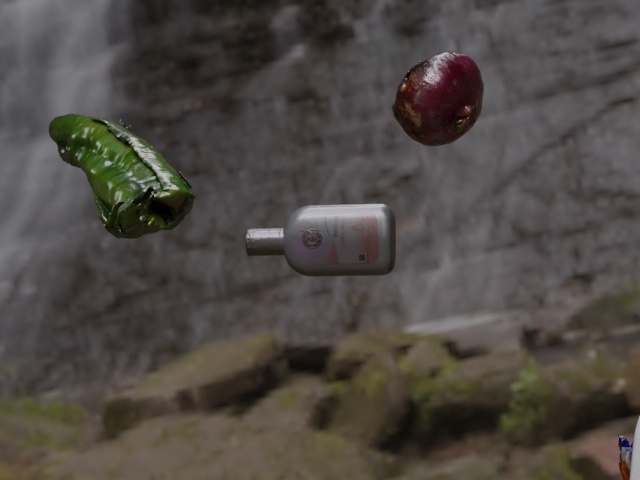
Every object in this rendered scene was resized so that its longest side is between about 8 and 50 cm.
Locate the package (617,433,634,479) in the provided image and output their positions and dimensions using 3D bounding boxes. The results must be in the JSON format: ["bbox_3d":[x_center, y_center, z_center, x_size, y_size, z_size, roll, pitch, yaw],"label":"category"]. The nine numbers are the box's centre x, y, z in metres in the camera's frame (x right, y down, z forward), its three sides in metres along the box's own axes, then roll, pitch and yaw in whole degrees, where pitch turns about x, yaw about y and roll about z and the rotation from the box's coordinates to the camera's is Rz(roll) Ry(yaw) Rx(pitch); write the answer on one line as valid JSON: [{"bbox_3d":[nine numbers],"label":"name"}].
[{"bbox_3d":[0.406,0.296,2.268,0.077,0.111,0.033,-3,-13,-17],"label":"package"}]

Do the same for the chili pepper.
[{"bbox_3d":[-0.196,-0.078,1.692,0.085,0.076,0.359,-23,22,-9],"label":"chili pepper"}]

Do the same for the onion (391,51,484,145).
[{"bbox_3d":[0.130,-0.149,1.922,0.107,0.107,0.097,-15,45,-40],"label":"onion"}]

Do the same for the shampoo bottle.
[{"bbox_3d":[0.000,0.000,1.987,0.165,0.080,0.040,-1,-4,8],"label":"shampoo bottle"}]

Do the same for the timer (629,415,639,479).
[{"bbox_3d":[0.426,0.209,1.790,0.262,0.087,0.237,-31,32,41],"label":"timer"}]
